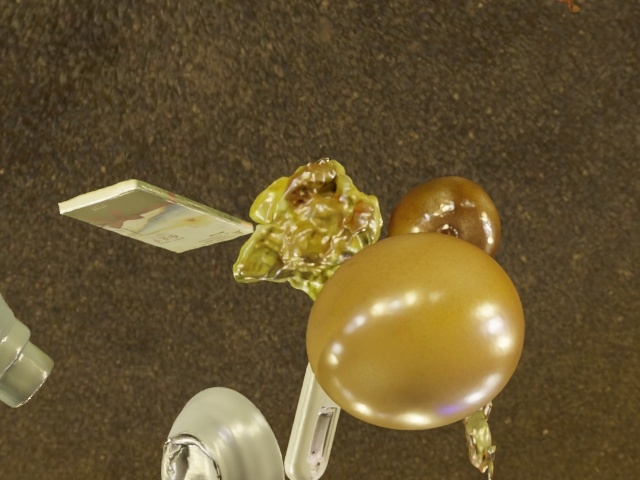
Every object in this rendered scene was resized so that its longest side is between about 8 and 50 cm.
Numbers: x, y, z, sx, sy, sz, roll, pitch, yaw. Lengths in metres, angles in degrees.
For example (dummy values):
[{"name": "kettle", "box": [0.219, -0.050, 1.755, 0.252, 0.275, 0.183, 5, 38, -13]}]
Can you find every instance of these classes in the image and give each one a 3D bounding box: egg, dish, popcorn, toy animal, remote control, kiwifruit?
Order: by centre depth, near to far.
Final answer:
[{"name": "egg", "box": [0.119, 0.116, 0.991, 0.323, 0.250, 0.250, -10, 131, -47]}, {"name": "remote control", "box": [-0.003, 0.282, 1.239, 0.078, 0.042, 0.221, 16, 88, -45]}, {"name": "kiwifruit", "box": [0.207, -0.012, 1.300, 0.196, 0.234, 0.195, 1, 96, 11]}, {"name": "toy animal", "box": [0.300, 0.360, 1.459, 0.057, 0.241, 0.099, -7, 125, 4]}, {"name": "dish", "box": [-0.214, 0.442, 1.463, 0.106, 0.316, 0.316, -1, 128, -50]}, {"name": "popcorn", "box": [-0.008, 0.005, 1.676, 0.321, 0.290, 0.325, -28, 88, 11]}]

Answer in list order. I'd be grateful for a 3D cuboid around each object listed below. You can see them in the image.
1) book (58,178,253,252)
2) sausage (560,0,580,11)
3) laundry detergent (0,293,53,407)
[{"name": "book", "box": [-0.283, -0.039, 1.365, 0.201, 0.026, 0.289, -14, 158, 34]}, {"name": "sausage", "box": [0.272, -0.365, 0.976, 0.112, 0.328, 0.112, -1, 124, -1]}, {"name": "laundry detergent", "box": [-0.446, 0.025, 0.771, 0.398, 0.264, 0.124, 45, 66, -23]}]
